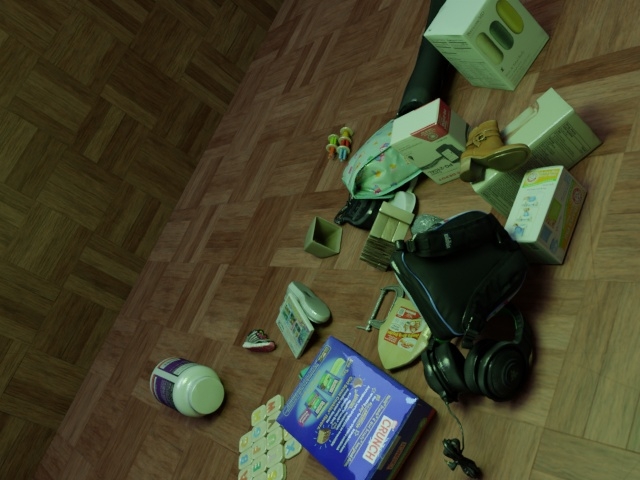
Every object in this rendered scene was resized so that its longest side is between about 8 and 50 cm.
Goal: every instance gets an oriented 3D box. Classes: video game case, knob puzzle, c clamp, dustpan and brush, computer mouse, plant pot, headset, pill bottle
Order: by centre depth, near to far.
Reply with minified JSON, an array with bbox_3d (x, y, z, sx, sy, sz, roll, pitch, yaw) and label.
[{"bbox_3d":[0.346,0.309,1.373,0.243,0.185,0.394,-16,33,43],"label":"headset"},{"bbox_3d":[0.226,0.259,1.647,0.213,0.030,0.213,-34,37,31],"label":"knob puzzle"},{"bbox_3d":[0.175,0.195,1.788,0.137,0.022,0.160,13,73,58],"label":"c clamp"},{"bbox_3d":[0.263,-0.128,1.950,0.147,0.060,0.211,-18,53,61],"label":"dustpan and brush"},{"bbox_3d":[-0.083,0.272,1.974,0.157,0.019,0.143,56,137,35],"label":"video game case"},{"bbox_3d":[0.148,-0.105,2.074,0.188,0.072,0.272,-57,18,2],"label":"computer mouse"},{"bbox_3d":[0.000,0.000,2.147,0.096,0.109,0.109,-41,31,47],"label":"plant pot"},{"bbox_3d":[-0.475,0.529,2.225,0.323,0.181,0.181,-1,61,54],"label":"pill bottle"}]

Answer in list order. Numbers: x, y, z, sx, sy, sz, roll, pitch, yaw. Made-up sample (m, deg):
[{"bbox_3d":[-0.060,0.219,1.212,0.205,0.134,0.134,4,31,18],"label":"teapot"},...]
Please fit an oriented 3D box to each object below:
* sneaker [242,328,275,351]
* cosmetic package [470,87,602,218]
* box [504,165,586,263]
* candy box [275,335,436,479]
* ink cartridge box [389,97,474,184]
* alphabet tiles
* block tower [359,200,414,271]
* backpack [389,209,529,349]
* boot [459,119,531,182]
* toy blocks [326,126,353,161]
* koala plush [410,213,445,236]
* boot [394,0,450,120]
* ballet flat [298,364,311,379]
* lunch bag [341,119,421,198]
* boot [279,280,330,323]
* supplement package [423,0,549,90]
[{"bbox_3d":[-0.210,0.343,2.145,0.170,0.063,0.074,-15,56,54],"label":"sneaker"},{"bbox_3d":[0.525,-0.216,1.563,0.296,0.153,0.129,-41,35,22],"label":"cosmetic package"},{"bbox_3d":[0.523,-0.059,1.449,0.103,0.114,0.203,0,61,56],"label":"box"},{"bbox_3d":[0.082,0.433,1.528,0.317,0.122,0.268,30,85,45],"label":"candy box"},{"bbox_3d":[0.345,-0.279,1.790,0.172,0.237,0.100,-19,49,45],"label":"ink cartridge box"},{"bbox_3d":[-0.158,0.612,1.860,0.278,0.021,0.284,-39,35,27],"label":"alphabet tiles"},{"bbox_3d":[0.178,-0.001,1.728,0.335,0.091,0.097,97,-164,-74],"label":"block tower"},{"bbox_3d":[0.315,0.070,1.389,0.263,0.276,0.213,-30,-2,-14],"label":"backpack"},{"bbox_3d":[0.425,-0.236,1.509,0.197,0.073,0.152,-16,45,44],"label":"boot"},{"bbox_3d":[0.069,-0.360,2.431,0.123,0.054,0.148,-24,44,41],"label":"toy blocks"},{"bbox_3d":[0.302,0.058,1.599,0.196,0.203,0.221,21,93,55],"label":"koala plush"},{"bbox_3d":[0.363,-0.610,2.029,0.146,0.367,0.445,20,69,14],"label":"boot"},{"bbox_3d":[0.014,0.426,1.742,0.087,0.083,0.247,-40,33,-1],"label":"ballet flat"},{"bbox_3d":[0.191,-0.240,1.988,0.262,0.160,0.223,-38,21,8],"label":"lunch bag"},{"bbox_3d":[-0.057,0.238,2.025,0.123,0.095,0.258,-65,27,10],"label":"boot"},{"bbox_3d":[0.499,-0.617,1.866,0.199,0.263,0.198,-56,30,1],"label":"supplement package"}]
